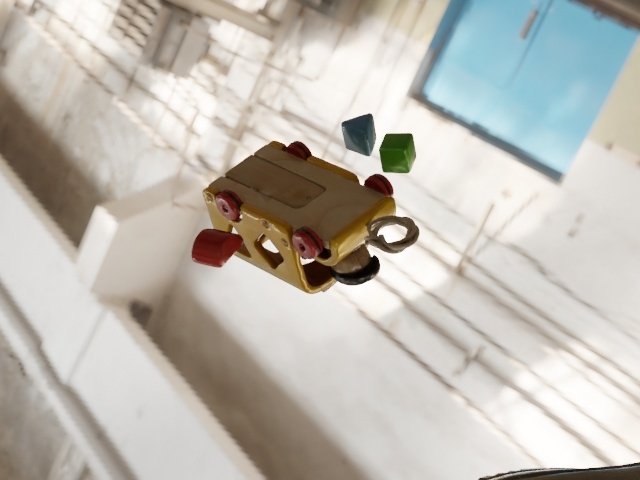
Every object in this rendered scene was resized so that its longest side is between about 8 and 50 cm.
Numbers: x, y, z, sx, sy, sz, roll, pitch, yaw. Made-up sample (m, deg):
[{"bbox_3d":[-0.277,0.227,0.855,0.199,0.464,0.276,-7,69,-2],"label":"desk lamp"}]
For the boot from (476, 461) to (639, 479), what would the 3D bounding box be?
[{"bbox_3d":[0.131,0.122,0.447,0.246,0.083,0.161,-17,180,-15],"label":"boot"}]

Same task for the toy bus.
[{"bbox_3d":[-0.004,-0.007,1.081,0.191,0.104,0.202,-8,-142,8],"label":"toy bus"}]
